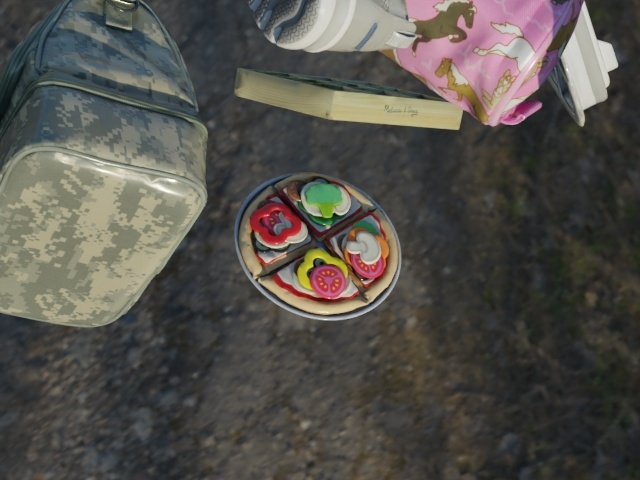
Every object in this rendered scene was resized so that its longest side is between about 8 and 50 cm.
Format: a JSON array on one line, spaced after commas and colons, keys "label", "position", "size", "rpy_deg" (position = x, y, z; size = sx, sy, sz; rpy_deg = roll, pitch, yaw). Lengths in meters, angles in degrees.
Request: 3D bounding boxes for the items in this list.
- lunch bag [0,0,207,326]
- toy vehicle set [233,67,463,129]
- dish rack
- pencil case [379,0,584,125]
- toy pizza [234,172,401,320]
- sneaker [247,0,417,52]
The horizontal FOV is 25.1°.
[{"label": "lunch bag", "position": [-0.259, -0.088, 1.509], "size": [0.213, 0.305, 0.256], "rpy_deg": [15, 50, -22]}, {"label": "toy vehicle set", "position": [0.040, -0.180, 1.831], "size": [0.267, 0.166, 0.035], "rpy_deg": [-1, 105, -50]}, {"label": "dish rack", "position": [0.255, -0.326, 1.682], "size": [0.285, 0.072, 0.333], "rpy_deg": [-107, 171, -52]}, {"label": "pencil case", "position": [0.051, -0.256, 1.275], "size": [0.386, 0.167, 0.160], "rpy_deg": [32, 75, 7]}, {"label": "toy pizza", "position": [0.000, 0.000, 1.666], "size": [0.201, 0.032, 0.201], "rpy_deg": [8, 56, -12]}, {"label": "sneaker", "position": [-0.010, -0.239, 1.036], "size": [0.115, 0.105, 0.281], "rpy_deg": [11, 53, -38]}]
